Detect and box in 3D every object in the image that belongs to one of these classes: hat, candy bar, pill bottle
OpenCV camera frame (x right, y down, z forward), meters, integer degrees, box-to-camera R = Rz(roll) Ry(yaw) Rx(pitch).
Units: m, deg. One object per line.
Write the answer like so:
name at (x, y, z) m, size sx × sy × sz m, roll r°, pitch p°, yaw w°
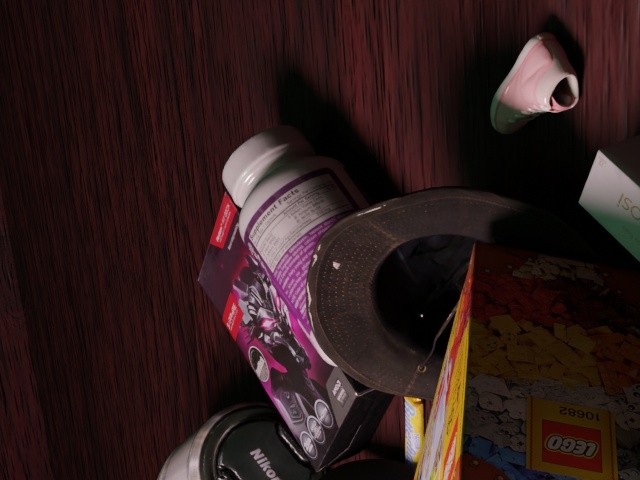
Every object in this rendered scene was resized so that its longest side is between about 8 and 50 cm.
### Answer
hat at (0.154, 0.037, 1.551) m, size 0.134 × 0.331 × 0.331 m, roll -78°, pitch -4°, yaw -51°
candy bar at (0.126, 0.273, 1.918) m, size 0.040 × 0.018 × 0.161 m, roll 34°, pitch 136°, yaw 46°
pill bottle at (0.000, 0.000, 1.809) m, size 0.301 × 0.169 × 0.169 m, roll 55°, pitch 148°, yaw 26°

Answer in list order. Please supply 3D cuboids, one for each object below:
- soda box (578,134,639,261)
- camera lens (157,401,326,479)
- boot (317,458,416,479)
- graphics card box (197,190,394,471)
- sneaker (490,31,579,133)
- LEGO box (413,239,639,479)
soda box at (0.344, -0.004, 1.327) m, size 0.216 × 0.069 × 0.074 m, roll 49°, pitch 145°, yaw 33°
camera lens at (-0.130, 0.386, 2.213) m, size 0.219 × 0.219 × 0.274 m, roll 64°, pitch 151°, yaw 11°
boot at (0.111, 0.370, 1.895) m, size 0.305 × 0.112 × 0.115 m, roll 4°, pitch 123°, yaw 47°
graphics card box at (-0.037, 0.118, 2.024) m, size 0.371 × 0.094 × 0.233 m, roll 55°, pitch 147°, yaw 23°
sneaker at (0.223, -0.144, 1.464) m, size 0.070 × 0.051 × 0.134 m, roll 59°, pitch 145°, yaw 30°
LEGO box at (0.191, 0.315, 1.440) m, size 0.372 × 0.193 × 0.500 m, roll -78°, pitch -2°, yaw -53°
